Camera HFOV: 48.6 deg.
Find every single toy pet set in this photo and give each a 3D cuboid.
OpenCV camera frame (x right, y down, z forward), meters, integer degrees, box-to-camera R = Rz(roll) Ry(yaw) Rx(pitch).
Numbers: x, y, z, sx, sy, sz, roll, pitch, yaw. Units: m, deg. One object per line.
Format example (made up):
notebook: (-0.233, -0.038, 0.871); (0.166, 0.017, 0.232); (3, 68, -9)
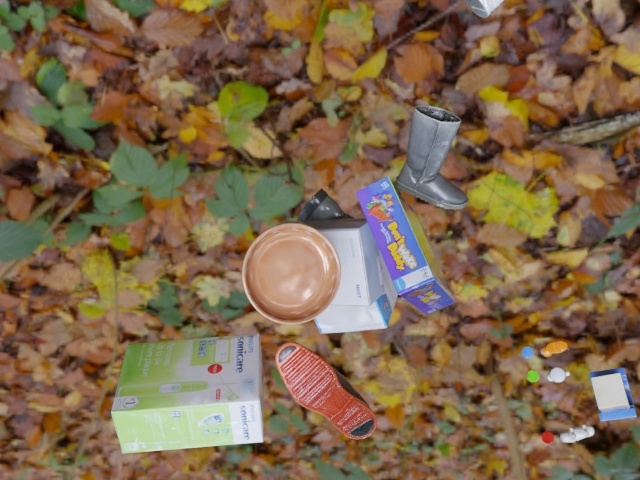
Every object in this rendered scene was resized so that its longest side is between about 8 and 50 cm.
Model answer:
toy pet set: (0.327, 0.189, 0.891); (0.114, 0.122, 0.065); (-15, 156, 21)

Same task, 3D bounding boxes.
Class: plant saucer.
plant saucer: (-0.059, 0.065, 1.404); (0.200, 0.199, 0.037); (9, 177, -16)

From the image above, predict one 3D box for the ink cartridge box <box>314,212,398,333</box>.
ink cartridge box: (0.090, 0.080, 1.883); (0.197, 0.270, 0.198); (-9, 120, 26)

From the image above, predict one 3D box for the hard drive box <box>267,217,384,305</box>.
hard drive box: (0.011, 0.049, 1.600); (0.232, 0.181, 0.089); (0, -163, 28)

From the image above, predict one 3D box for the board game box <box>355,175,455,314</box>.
board game box: (0.194, 0.024, 1.548); (0.078, 0.233, 0.347); (-25, 162, 11)

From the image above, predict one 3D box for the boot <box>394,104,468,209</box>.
boot: (0.268, -0.182, 1.566); (0.190, 0.076, 0.208); (17, 123, -2)

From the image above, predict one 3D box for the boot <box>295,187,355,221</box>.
boot: (0.000, 0.000, 1.740); (0.161, 0.083, 0.246); (41, 133, 2)

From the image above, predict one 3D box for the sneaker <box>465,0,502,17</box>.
sneaker: (0.218, -0.406, 1.046); (0.061, 0.152, 0.054); (-40, -172, -2)

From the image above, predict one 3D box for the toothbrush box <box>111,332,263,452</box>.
toothbrush box: (-0.261, 0.308, 1.454); (0.284, 0.206, 0.122); (-3, 122, -2)

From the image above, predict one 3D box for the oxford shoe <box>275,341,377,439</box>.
oxford shoe: (0.003, 0.296, 1.448); (0.097, 0.098, 0.271); (-40, 110, 3)
